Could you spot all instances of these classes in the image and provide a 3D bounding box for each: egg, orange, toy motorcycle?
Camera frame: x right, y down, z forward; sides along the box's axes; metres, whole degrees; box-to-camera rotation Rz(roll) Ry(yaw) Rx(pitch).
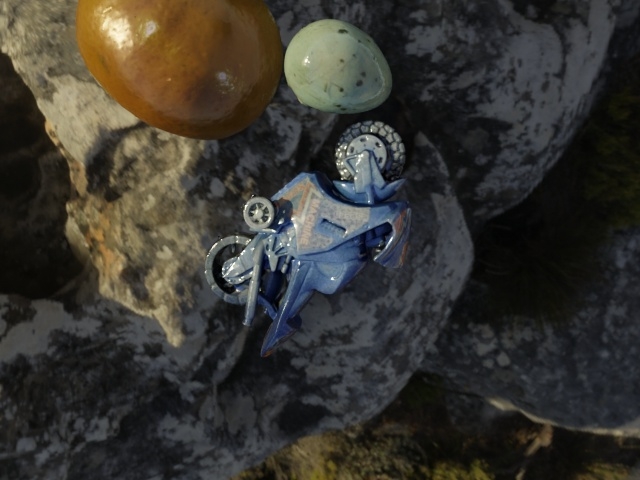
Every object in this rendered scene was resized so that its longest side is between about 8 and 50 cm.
[{"bbox_3d":[0.027,-0.239,1.042,0.164,0.131,0.131,29,95,-25],"label":"egg"},{"bbox_3d":[-0.101,-0.150,0.545,0.156,0.156,0.124,31,107,-29],"label":"orange"},{"bbox_3d":[0.000,0.000,0.592,0.205,0.076,0.114,-39,85,15],"label":"toy motorcycle"}]
